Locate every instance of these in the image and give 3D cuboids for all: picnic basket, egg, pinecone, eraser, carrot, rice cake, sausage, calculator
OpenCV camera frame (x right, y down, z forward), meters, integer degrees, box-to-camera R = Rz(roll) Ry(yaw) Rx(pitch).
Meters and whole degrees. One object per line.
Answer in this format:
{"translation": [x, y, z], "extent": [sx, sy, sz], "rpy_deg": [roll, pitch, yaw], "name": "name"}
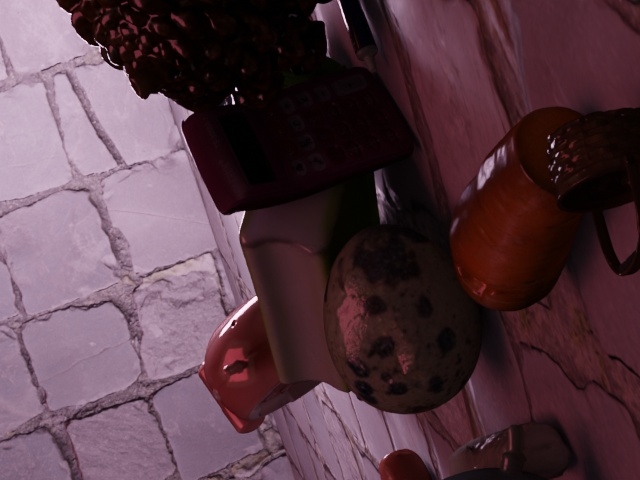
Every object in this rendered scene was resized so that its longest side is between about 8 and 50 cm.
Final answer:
{"translation": [0.160, -0.023, 0.733], "extent": [0.072, 0.072, 0.083], "rpy_deg": [97, 164, -70], "name": "picnic basket"}
{"translation": [0.071, 0.068, 1.208], "extent": [0.141, 0.141, 0.182], "rpy_deg": [-129, 20, -62], "name": "egg"}
{"translation": [-0.093, -0.242, 1.200], "extent": [0.244, 0.244, 0.309], "rpy_deg": [81, -164, -49], "name": "pinecone"}
{"translation": [0.000, 0.000, 1.358], "extent": [0.274, 0.092, 0.210], "rpy_deg": [78, -158, -53], "name": "eraser"}
{"translation": [0.130, -0.020, 0.884], "extent": [0.193, 0.087, 0.087], "rpy_deg": [93, 155, -62], "name": "carrot"}
{"translation": [0.162, 0.197, 1.217], "extent": [0.256, 0.057, 0.052], "rpy_deg": [114, 133, -77], "name": "rice cake"}
{"translation": [0.124, 0.333, 1.695], "extent": [0.062, 0.062, 0.154], "rpy_deg": [85, 162, -58], "name": "sausage"}
{"translation": [-0.020, -0.090, 1.236], "extent": [0.034, 0.190, 0.127], "rpy_deg": [87, 161, -49], "name": "calculator"}

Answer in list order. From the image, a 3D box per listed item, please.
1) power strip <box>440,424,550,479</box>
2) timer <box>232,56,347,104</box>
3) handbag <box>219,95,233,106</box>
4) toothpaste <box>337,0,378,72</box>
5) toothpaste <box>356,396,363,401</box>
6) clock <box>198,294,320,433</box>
{"translation": [0.155, 0.268, 1.071], "extent": [0.054, 0.167, 0.253], "rpy_deg": [-157, 51, -68], "name": "power strip"}
{"translation": [-0.029, -0.138, 1.403], "extent": [0.140, 0.128, 0.047], "rpy_deg": [95, -165, -52], "name": "timer"}
{"translation": [-0.068, -0.170, 1.545], "extent": [0.229, 0.062, 0.179], "rpy_deg": [34, 150, 39], "name": "handbag"}
{"translation": [0.027, -0.215, 1.241], "extent": [0.037, 0.021, 0.140], "rpy_deg": [114, 140, -70], "name": "toothpaste"}
{"translation": [0.065, 0.216, 1.921], "extent": [0.083, 0.019, 0.027], "rpy_deg": [134, 133, -75], "name": "toothpaste"}
{"translation": [-0.047, 0.115, 1.692], "extent": [0.142, 0.227, 0.241], "rpy_deg": [54, 167, 9], "name": "clock"}
